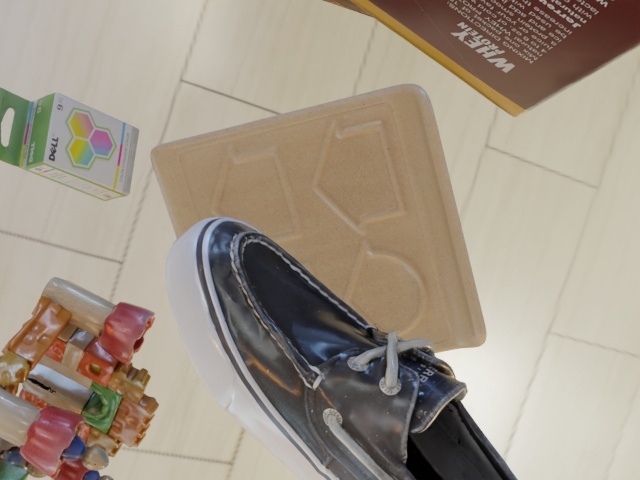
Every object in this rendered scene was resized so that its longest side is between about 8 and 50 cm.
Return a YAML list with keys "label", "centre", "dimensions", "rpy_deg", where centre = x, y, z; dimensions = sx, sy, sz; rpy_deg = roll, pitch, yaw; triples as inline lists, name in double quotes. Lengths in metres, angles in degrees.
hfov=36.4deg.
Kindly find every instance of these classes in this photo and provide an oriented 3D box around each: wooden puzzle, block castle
- label: "wooden puzzle"
  centre: [0.000, 0.000, 1.164]
  dimensions: [0.347, 0.080, 0.322]
  rpy_deg: [-11, 106, 17]
- label: "block castle"
  centre: [-0.390, 0.301, 1.425]
  dimensions: [0.212, 0.303, 0.453]
  rpy_deg: [27, 130, 0]

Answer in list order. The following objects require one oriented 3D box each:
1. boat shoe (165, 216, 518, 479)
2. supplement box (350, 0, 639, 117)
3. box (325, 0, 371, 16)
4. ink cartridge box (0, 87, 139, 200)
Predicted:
- label: "boat shoe"
  centre: [0.033, 0.096, 0.536]
  dimensions: [0.301, 0.102, 0.108]
  rpy_deg: [54, 36, 9]
- label: "supplement box"
  centre: [0.055, -0.164, 0.343]
  dimensions: [0.191, 0.194, 0.129]
  rpy_deg: [35, 84, -3]
- label: "box"
  centre: [0.032, -0.197, 0.630]
  dimensions: [0.052, 0.062, 0.083]
  rpy_deg: [12, 125, -26]
- label: "ink cartridge box"
  centre: [-0.366, -0.142, 1.403]
  dimensions: [0.209, 0.062, 0.109]
  rpy_deg: [23, 65, -45]
